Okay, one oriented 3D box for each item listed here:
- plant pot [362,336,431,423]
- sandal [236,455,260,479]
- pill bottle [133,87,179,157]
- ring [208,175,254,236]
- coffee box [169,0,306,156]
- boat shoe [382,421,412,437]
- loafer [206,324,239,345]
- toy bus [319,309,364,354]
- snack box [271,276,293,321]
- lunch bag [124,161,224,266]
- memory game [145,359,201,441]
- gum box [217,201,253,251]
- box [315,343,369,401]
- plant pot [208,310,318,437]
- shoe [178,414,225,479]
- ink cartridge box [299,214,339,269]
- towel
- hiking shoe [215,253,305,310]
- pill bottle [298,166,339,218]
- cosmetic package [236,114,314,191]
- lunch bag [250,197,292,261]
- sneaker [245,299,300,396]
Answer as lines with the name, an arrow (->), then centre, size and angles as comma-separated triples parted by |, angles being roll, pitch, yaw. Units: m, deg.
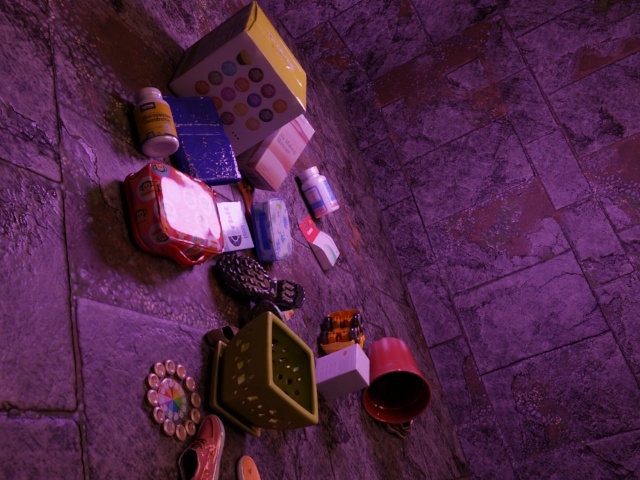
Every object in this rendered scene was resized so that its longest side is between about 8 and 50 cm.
plant pot -> 0.293, 0.551, 2.425 | 0.272, 0.272, 0.265 | 57, 13, -24
sandal -> -0.128, 0.641, 1.418 | 0.102, 0.076, 0.265 | 13, 55, -67
pill bottle -> -0.467, -0.333, 1.672 | 0.103, 0.103, 0.184 | 24, 45, -63
ring -> -0.305, -0.166, 2.020 | 0.336, 0.032, 0.336 | 54, 21, -31
coffee box -> -0.273, -0.569, 2.100 | 0.337, 0.334, 0.338 | 50, 23, -30
boat shoe -> 0.350, 0.777, 2.518 | 0.257, 0.095, 0.095 | 34, 36, -57
loafer -> -0.250, 0.259, 1.606 | 0.148, 0.050, 0.056 | 10, 57, -68
toy bus -> 0.095, 0.400, 2.265 | 0.220, 0.149, 0.211 | -67, 146, -63
snack box -> -0.147, 0.203, 1.977 | 0.141, 0.037, 0.100 | 63, 18, -6
lunch bag -> -0.369, -0.049, 1.558 | 0.293, 0.120, 0.258 | 27, 42, -62
memory game -> -0.327, 0.355, 1.336 | 0.186, 0.012, 0.186 | 53, 23, -33
gum box -> -0.290, -0.040, 1.835 | 0.184, 0.041, 0.157 | -9, 80, -63
box -> 0.074, 0.456, 2.051 | 0.091, 0.170, 0.130 | 56, 21, -25
plant pot -> -0.152, 0.353, 1.509 | 0.227, 0.207, 0.228 | 49, 25, -38
shoe -> -0.260, 0.457, 1.306 | 0.081, 0.063, 0.178 | 55, 25, -44
ink cartridge box -> 0.000, 0.000, 2.611 | 0.225, 0.056, 0.181 | 63, 18, -11
towel -> -0.388, -0.308, 1.868 | 0.227, 0.076, 0.308 | -13, 78, -48
hiking shoe -> -0.199, 0.149, 1.807 | 0.304, 0.132, 0.113 | 30, 49, -24
pill bottle -> -0.013, -0.223, 2.739 | 0.221, 0.124, 0.124 | 65, 18, -2
cosmetic package -> -0.169, -0.344, 2.214 | 0.153, 0.129, 0.296 | 46, 67, -42
lunch bag -> -0.172, -0.038, 2.067 | 0.176, 0.090, 0.219 | -27, 109, -73
sneaker -> -0.125, 0.340, 1.765 | 0.146, 0.134, 0.344 | -39, 112, -78
